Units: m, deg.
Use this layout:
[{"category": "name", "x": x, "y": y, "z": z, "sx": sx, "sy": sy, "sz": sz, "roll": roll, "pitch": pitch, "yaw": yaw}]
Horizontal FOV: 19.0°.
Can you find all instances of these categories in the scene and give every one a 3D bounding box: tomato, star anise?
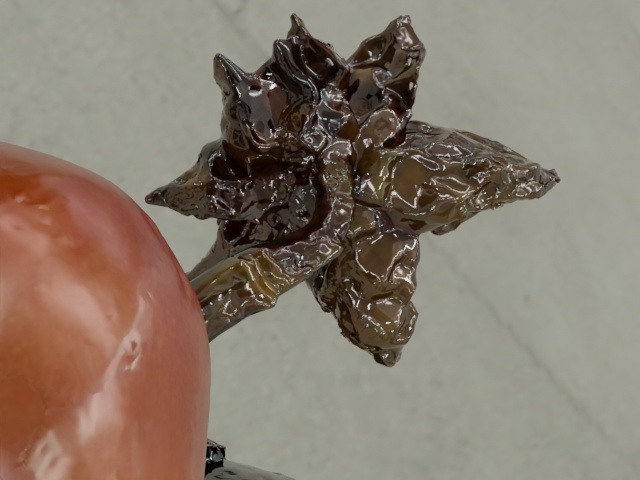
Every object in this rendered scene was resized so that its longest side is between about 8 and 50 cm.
[{"category": "tomato", "x": -0.147, "y": 0.078, "z": 0.680, "sx": 0.260, "sy": 0.260, "sz": 0.180, "roll": 62, "pitch": 27, "yaw": 8}, {"category": "star anise", "x": -0.010, "y": -0.002, "z": 1.086, "sx": 0.346, "sy": 0.148, "sz": 0.237, "roll": -28, "pitch": 125, "yaw": -41}]

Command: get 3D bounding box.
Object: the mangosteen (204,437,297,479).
[{"category": "mangosteen", "x": -0.123, "y": 0.305, "z": 1.279, "sx": 0.421, "sy": 0.381, "sz": 0.381, "roll": 51, "pitch": 33, "yaw": -30}]
